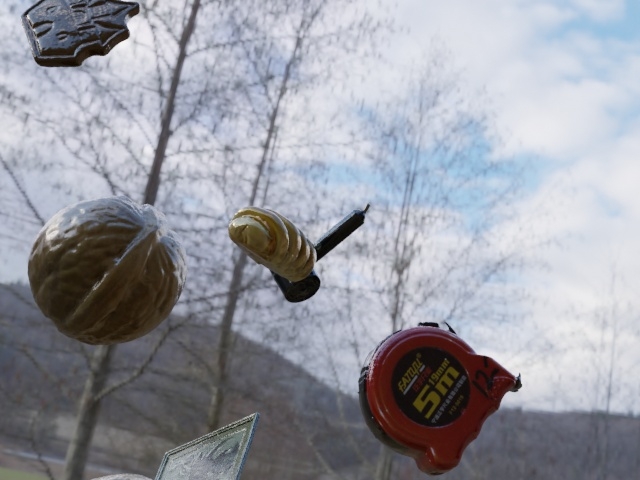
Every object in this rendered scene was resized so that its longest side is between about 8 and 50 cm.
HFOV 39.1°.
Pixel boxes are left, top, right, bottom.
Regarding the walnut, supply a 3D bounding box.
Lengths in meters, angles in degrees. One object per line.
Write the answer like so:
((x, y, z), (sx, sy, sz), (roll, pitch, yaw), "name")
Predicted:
((-0.422, 0.056, 1.809), (0.332, 0.333, 0.333), (10, -18, 3), "walnut")

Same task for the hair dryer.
((0.000, 0.000, 1.596), (0.219, 0.124, 0.071), (-38, -35, 12), "hair dryer")

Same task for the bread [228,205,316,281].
((-0.075, 0.002, 1.441), (0.119, 0.084, 0.177), (30, -6, 26), "bread")

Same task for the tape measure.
((0.199, 0.275, 1.637), (0.260, 0.253, 0.114), (38, -23, 7), "tape measure")

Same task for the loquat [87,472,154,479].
((-0.435, 0.650, 1.856), (0.328, 0.329, 0.359), (-2, 15, 34), "loquat")

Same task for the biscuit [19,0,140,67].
((-0.437, -0.405, 1.665), (0.215, 0.182, 0.034), (-21, -29, -10), "biscuit")

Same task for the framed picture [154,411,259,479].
((-0.202, 0.382, 1.474), (0.231, 0.173, 0.010), (-29, -64, 30), "framed picture")
